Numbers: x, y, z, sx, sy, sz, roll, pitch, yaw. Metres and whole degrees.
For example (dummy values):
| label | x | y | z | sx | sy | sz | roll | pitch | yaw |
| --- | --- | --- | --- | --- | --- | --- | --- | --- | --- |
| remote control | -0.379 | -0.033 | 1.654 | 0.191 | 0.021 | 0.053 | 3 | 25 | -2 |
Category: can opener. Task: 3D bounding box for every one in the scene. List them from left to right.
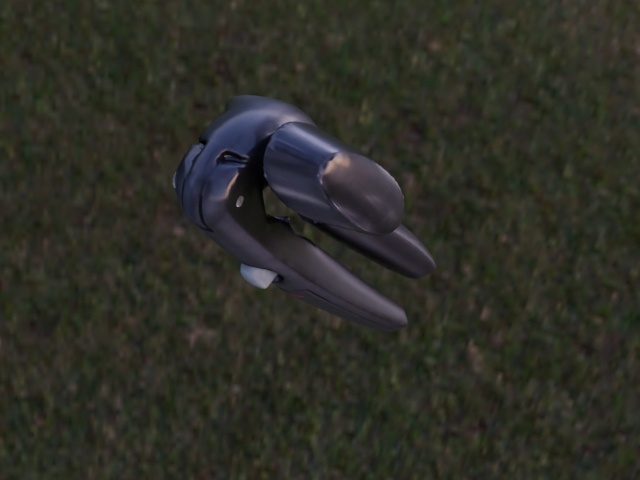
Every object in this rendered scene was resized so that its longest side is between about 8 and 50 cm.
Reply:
| label | x | y | z | sx | sy | sz | roll | pitch | yaw |
| --- | --- | --- | --- | --- | --- | --- | --- | --- | --- |
| can opener | 0.000 | 0.000 | 0.696 | 0.073 | 0.186 | 0.059 | 36 | 85 | 25 |
